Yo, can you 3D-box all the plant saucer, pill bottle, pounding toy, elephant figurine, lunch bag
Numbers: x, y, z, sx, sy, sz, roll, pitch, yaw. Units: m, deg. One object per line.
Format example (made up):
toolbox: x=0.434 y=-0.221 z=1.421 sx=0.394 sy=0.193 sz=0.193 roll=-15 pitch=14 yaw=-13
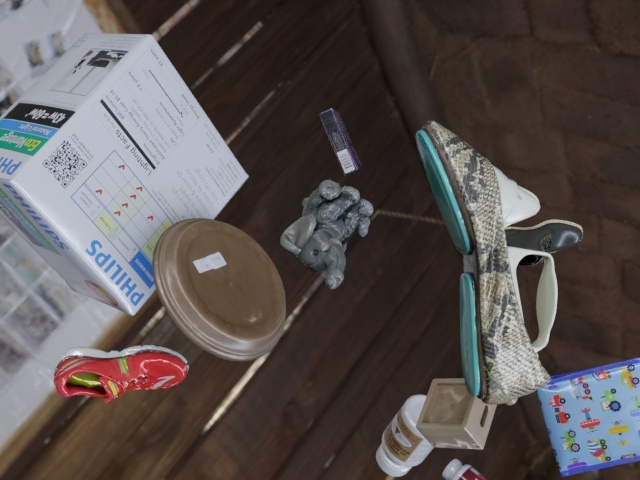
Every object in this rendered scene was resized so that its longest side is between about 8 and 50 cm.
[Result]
plant saucer: x=-0.163 y=0.075 z=1.521 sx=0.278 sy=0.278 sz=0.041 roll=45 pitch=127 yaw=-10
pill bottle: x=0.238 y=0.527 z=2.351 sx=0.131 sy=0.131 sz=0.229 roll=36 pitch=130 yaw=10
pounding toy: x=0.336 y=0.349 z=1.881 sx=0.206 sy=0.181 sz=0.094 roll=-8 pitch=133 yaw=41
elephant figurine: x=0.000 y=0.000 z=1.899 sx=0.169 sy=0.239 sz=0.186 roll=25 pitch=156 yaw=5
lunch bag: x=0.671 y=0.394 z=2.007 sx=0.293 sy=0.138 sz=0.221 roll=-20 pitch=79 yaw=30
pill bottle: x=0.407 y=0.666 z=2.389 sx=0.152 sy=0.086 sz=0.086 roll=37 pitch=157 yaw=29

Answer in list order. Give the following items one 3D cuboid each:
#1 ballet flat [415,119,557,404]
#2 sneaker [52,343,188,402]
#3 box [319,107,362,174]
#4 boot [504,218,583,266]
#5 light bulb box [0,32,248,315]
ballet flat: x=0.289 y=0.026 z=1.451 sx=0.164 sy=0.182 sz=0.483 roll=-129 pitch=26 yaw=-84
sneaker: x=-0.416 y=0.292 z=1.837 sx=0.118 sy=0.279 sz=0.107 roll=-100 pitch=9 yaw=-62
box: x=0.038 y=-0.178 z=1.580 sx=0.162 sy=0.029 sz=0.116 roll=-46 pitch=-67 yaw=-80
boot: x=0.459 y=0.015 z=1.801 sx=0.137 sy=0.197 sz=0.077 roll=-110 pitch=13 yaw=-69
light bulb box: x=-0.384 y=-0.125 z=1.601 sx=0.225 sy=0.361 sz=0.358 roll=13 pitch=147 yaw=43
